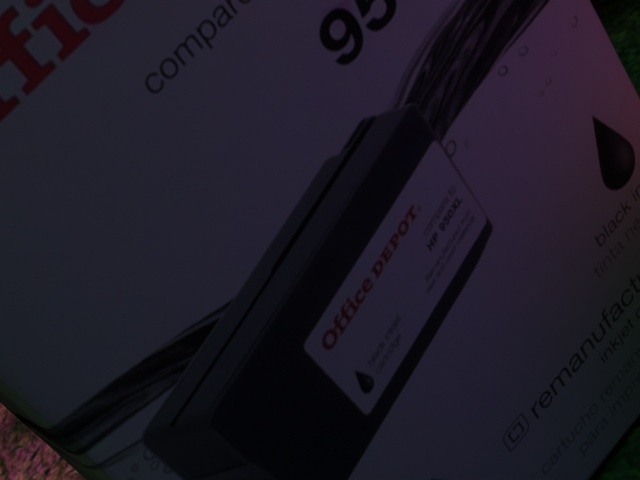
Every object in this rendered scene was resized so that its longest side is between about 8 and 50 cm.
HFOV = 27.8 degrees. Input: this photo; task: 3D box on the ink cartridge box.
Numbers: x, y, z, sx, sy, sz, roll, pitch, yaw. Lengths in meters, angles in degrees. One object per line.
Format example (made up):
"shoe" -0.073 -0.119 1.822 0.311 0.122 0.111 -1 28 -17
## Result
"ink cartridge box" -0.021 -0.021 0.560 0.285 0.395 0.166 -48 37 -14
